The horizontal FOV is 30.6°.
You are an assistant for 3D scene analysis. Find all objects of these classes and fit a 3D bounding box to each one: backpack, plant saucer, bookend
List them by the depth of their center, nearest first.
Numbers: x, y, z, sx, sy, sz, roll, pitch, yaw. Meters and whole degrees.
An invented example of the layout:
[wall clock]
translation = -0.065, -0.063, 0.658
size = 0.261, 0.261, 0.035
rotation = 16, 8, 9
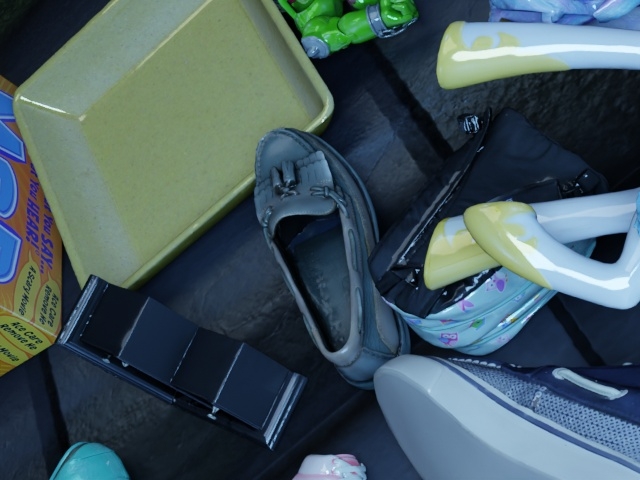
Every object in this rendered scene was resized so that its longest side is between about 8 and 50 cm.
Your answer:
[backpack]
translation = 0.131, 0.002, 0.913
size = 0.182, 0.115, 0.152
rotation = -47, 38, 3
[bookend]
translation = -0.123, 0.108, 1.038
size = 0.157, 0.156, 0.072
rotation = 13, 72, 45
[plant saucer]
translation = -0.154, -0.134, 1.253
size = 0.333, 0.081, 0.333
rotation = -39, 55, 16

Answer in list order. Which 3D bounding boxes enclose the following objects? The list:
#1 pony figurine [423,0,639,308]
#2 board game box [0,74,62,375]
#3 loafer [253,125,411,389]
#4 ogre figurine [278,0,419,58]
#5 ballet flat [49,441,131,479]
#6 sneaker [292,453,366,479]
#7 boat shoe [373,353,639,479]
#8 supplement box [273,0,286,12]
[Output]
[pony figurine]
translation = 0.263, -0.090, 0.719
size = 0.363, 0.303, 0.351
rotation = 11, 81, 24
[board game box]
translation = -0.553, -0.022, 1.360
size = 0.356, 0.356, 0.356
rotation = -31, 47, 24
[loafer]
translation = 0.000, 0.000, 1.012
size = 0.096, 0.084, 0.267
rotation = -34, 60, 17
[ogre figurine]
translation = 0.023, -0.251, 1.197
size = 0.118, 0.097, 0.197
rotation = -29, 57, 9
[ballet flat]
translation = -0.254, 0.307, 1.082
size = 0.087, 0.083, 0.247
rotation = 30, 87, 34
[sneaker]
translation = 0.022, 0.207, 0.918
size = 0.134, 0.051, 0.070
rotation = 16, 80, 51
[boat shoe]
translation = 0.183, 0.132, 0.790
size = 0.158, 0.127, 0.340
rotation = -27, 25, -22
[supplement box]
translation = -0.043, -0.308, 1.321
size = 0.083, 0.056, 0.083
rotation = 6, 68, 44
